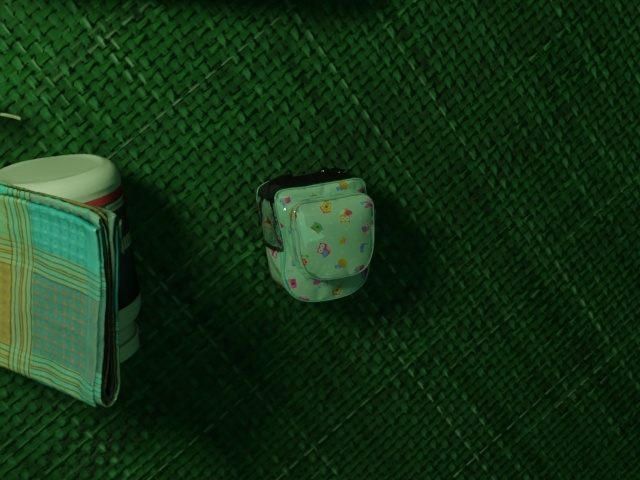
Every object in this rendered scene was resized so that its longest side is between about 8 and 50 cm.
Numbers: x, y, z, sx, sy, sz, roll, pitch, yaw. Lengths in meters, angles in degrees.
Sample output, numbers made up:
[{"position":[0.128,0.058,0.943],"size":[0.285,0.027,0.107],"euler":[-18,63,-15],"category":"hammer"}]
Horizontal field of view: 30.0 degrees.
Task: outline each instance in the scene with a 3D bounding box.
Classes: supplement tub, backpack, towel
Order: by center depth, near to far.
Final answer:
[{"position":[-0.413,0.049,1.551],"size":[0.040,0.370,0.271],"euler":[-31,131,-54],"category":"towel"},{"position":[-0.352,0.031,1.648],"size":[0.191,0.191,0.272],"euler":[-12,109,-18],"category":"supplement tub"},{"position":[0.000,0.000,1.805],"size":[0.166,0.144,0.188],"euler":[-11,112,-24],"category":"backpack"}]

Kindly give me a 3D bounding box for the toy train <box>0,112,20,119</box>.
[{"position":[-0.513,-0.244,1.567],"size":[0.248,0.105,0.143],"euler":[5,90,-22],"category":"toy train"}]
